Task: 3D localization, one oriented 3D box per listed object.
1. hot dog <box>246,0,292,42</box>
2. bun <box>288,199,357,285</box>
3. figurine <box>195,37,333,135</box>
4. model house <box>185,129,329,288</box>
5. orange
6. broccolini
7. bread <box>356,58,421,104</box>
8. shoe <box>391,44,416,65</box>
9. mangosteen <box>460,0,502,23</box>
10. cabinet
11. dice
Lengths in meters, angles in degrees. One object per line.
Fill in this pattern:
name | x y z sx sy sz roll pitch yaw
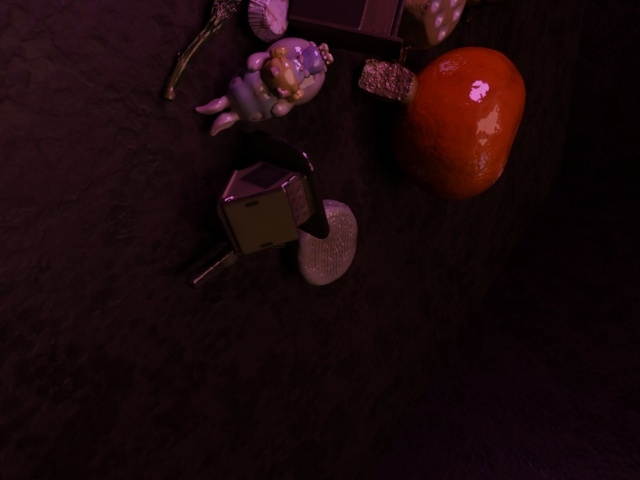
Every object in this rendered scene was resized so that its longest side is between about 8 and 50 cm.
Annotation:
hot dog | -0.083 -0.461 0.831 0.108 0.059 0.191 32 75 -62
bun | 0.000 -0.003 1.119 0.221 0.108 0.221 -22 125 -36
figurine | -0.099 -0.276 0.821 0.235 0.155 0.127 -43 127 -30
model house | -0.153 -0.042 0.842 0.279 0.205 0.218 -37 133 -27
orange | 0.380 -0.324 1.274 0.424 0.327 0.423 -49 149 -44
broccolini | -0.198 -0.335 0.752 0.239 0.054 0.051 -60 158 -9
bread | 0.170 -0.395 1.129 0.125 0.156 0.086 -29 138 -77
shoe | 0.219 -0.512 1.193 0.069 0.072 0.109 47 57 -10
mangosteen | 0.442 -0.742 1.265 0.211 0.211 0.249 -26 135 -44
cabinet | 0.074 -0.468 0.870 0.148 0.215 0.174 -44 148 -78
dice | 0.233 -0.575 1.063 0.166 0.169 0.169 -54 152 4
